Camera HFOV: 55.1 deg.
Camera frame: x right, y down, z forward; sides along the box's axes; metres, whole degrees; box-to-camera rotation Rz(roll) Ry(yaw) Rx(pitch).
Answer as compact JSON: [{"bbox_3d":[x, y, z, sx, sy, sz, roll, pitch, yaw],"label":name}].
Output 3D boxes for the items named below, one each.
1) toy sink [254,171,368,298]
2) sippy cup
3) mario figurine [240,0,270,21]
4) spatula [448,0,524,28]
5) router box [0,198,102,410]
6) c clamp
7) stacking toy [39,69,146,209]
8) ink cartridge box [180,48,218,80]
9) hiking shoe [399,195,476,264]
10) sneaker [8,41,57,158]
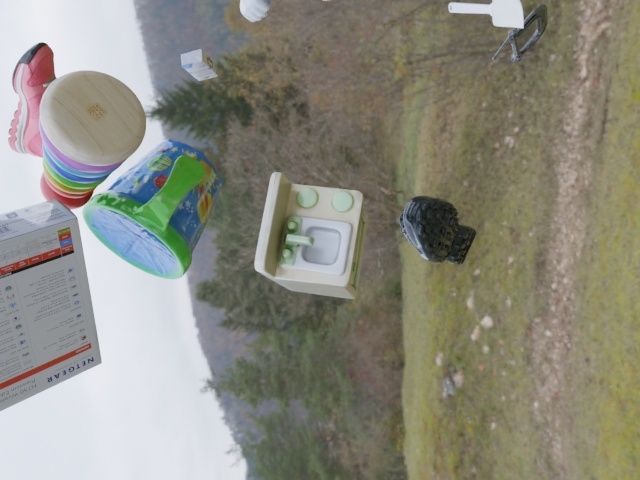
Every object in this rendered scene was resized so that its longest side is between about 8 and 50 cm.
[{"bbox_3d":[0.000,0.000,0.978,0.234,0.131,0.153,51,-133,-73],"label":"toy sink"},{"bbox_3d":[-0.321,-0.076,1.257,0.224,0.305,0.240,-61,-39,-29],"label":"sippy cup"},{"bbox_3d":[-0.007,-0.410,0.930,0.320,0.198,0.170,-72,-6,-63],"label":"mario figurine"},{"bbox_3d":[0.249,-0.417,0.931,0.242,0.019,0.168,-121,20,-64],"label":"spatula"},{"bbox_3d":[-0.523,0.128,0.930,0.082,0.335,0.301,31,130,37],"label":"router box"},{"bbox_3d":[0.393,-0.394,1.200,0.022,0.137,0.160,44,-162,19],"label":"c clamp"},{"bbox_3d":[-0.388,-0.133,0.974,0.330,0.141,0.141,-26,70,55],"label":"stacking toy"},{"bbox_3d":[-0.254,-0.369,1.293,0.083,0.048,0.028,28,-127,-74],"label":"ink cartridge box"},{"bbox_3d":[0.201,-0.019,1.193,0.304,0.132,0.113,29,-97,-62],"label":"hiking shoe"},{"bbox_3d":[-0.680,-0.339,1.534,0.116,0.136,0.314,-70,4,-56],"label":"sneaker"}]
